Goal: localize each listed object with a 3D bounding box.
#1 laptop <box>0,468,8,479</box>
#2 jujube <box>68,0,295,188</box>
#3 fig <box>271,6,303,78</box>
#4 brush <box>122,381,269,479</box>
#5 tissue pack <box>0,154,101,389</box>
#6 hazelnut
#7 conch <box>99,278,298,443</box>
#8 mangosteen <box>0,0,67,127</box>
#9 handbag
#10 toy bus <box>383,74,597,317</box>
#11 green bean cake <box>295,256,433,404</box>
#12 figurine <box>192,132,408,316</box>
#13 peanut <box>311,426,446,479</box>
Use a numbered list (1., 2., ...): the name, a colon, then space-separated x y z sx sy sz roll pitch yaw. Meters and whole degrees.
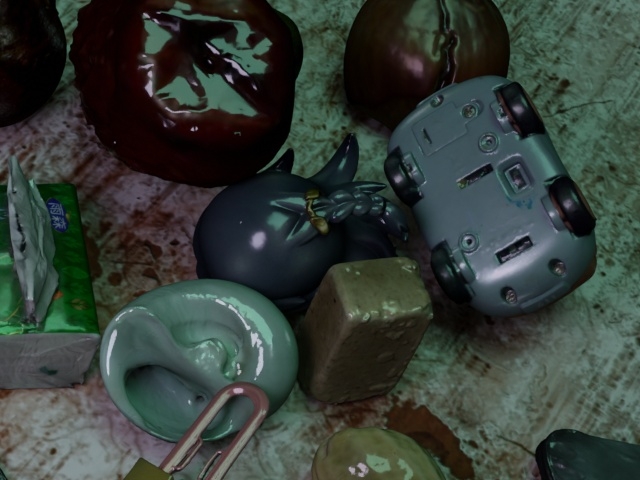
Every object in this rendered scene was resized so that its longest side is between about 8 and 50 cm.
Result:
1. laptop: -0.397 0.243 1.760 0.154 0.026 0.207 -21 63 -33
2. jujube: -0.162 -0.191 1.981 0.258 0.258 0.376 -10 13 -27
3. fig: -0.097 -0.248 2.214 0.156 0.123 0.123 35 47 30
4. brush: -0.132 0.235 1.787 0.103 0.047 0.233 24 65 26
5. tissue pack: -0.322 0.031 1.875 0.148 0.156 0.209 2 51 -22
6. hazelnut: 0.138 -0.233 2.238 0.212 0.181 0.181 13 48 -11
7. conch: -0.133 0.132 1.884 0.221 0.121 0.185 7 59 -18
8. mangosteen: -0.429 -0.230 2.024 0.261 0.235 0.235 -26 59 4
9. handbag: 0.389 0.310 1.972 0.332 0.075 0.192 8 54 -18
10. toy bus: 0.221 -0.043 2.097 0.288 0.194 0.232 64 16 22
11. green bean cake: 0.045 0.101 1.935 0.109 0.179 0.085 -5 54 -24
12. figurine: -0.014 -0.005 2.015 0.265 0.197 0.175 -26 51 -26
13. peanut: 0.106 0.288 1.853 0.256 0.123 0.123 38 50 8
